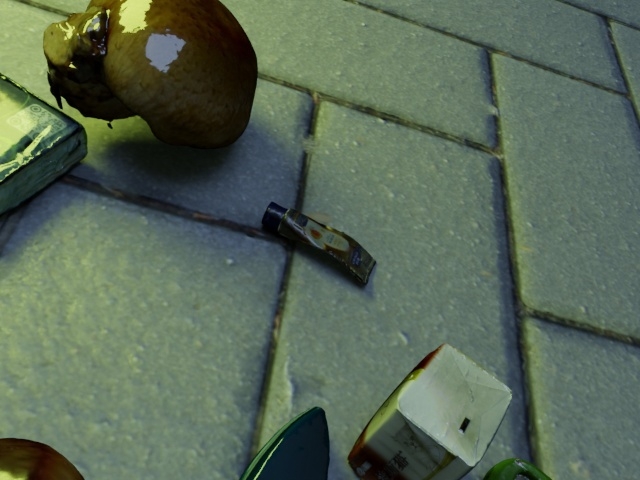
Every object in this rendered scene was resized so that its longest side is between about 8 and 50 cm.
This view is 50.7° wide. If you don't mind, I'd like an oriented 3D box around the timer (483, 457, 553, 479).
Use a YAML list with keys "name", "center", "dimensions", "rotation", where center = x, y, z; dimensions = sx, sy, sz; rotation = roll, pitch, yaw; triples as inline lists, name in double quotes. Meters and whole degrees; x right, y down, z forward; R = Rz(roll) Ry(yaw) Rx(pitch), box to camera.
- name: "timer"
  center: [0.215, 0.309, 0.710]
  dimensions: [0.128, 0.047, 0.140]
  rotation: [39, 48, 10]

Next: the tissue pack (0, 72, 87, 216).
- name: "tissue pack"
  center: [-0.429, -0.136, 0.809]
  dimensions: [0.235, 0.073, 0.173]
  rotation: [30, 47, 5]

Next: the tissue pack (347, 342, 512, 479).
- name: "tissue pack"
  center: [0.108, 0.194, 0.692]
  dimensions: [0.099, 0.148, 0.106]
  rotation: [37, 48, 10]

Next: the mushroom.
- name: "mushroom"
  center: [-0.205, -0.229, 0.873]
  dimensions: [0.283, 0.195, 0.263]
  rotation: [-12, 60, -41]

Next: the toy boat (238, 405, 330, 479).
- name: "toy boat"
  center: [-0.048, 0.272, 0.624]
  dimensions: [0.096, 0.061, 0.299]
  rotation: [25, 47, 0]

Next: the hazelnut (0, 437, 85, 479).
- name: "hazelnut"
  center: [-0.241, 0.237, 0.501]
  dimensions: [0.178, 0.178, 0.204]
  rotation: [-13, 17, -30]

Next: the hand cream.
- name: "hand cream"
  center: [0.000, 0.000, 0.892]
  dimensions: [0.163, 0.039, 0.062]
  rotation: [28, 31, 0]
